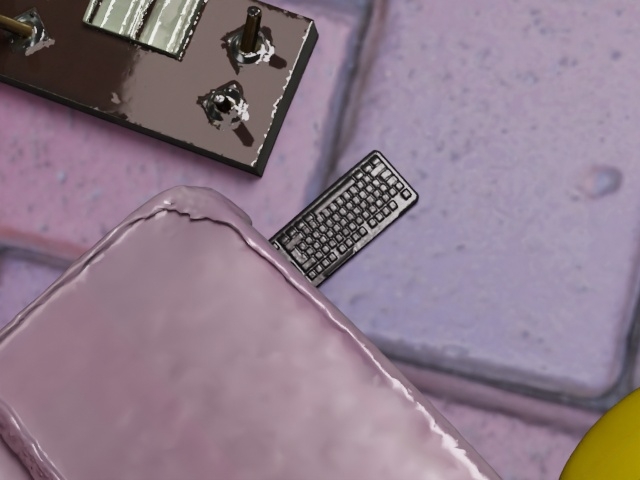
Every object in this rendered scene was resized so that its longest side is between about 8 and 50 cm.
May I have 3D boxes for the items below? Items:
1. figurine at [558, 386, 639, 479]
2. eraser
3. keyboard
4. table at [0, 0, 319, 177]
[{"bbox_3d":[0.309,0.234,1.058,0.215,0.187,0.343,-42,84,-8],"label":"figurine"},{"bbox_3d":[-0.053,0.167,1.029,0.272,0.122,0.359,-42,72,-2],"label":"eraser"},{"bbox_3d":[0.000,0.000,1.213,0.155,0.010,0.053,-41,80,-1],"label":"keyboard"},{"bbox_3d":[-0.138,-0.151,1.203,0.240,0.111,0.121,20,83,9],"label":"table"}]
